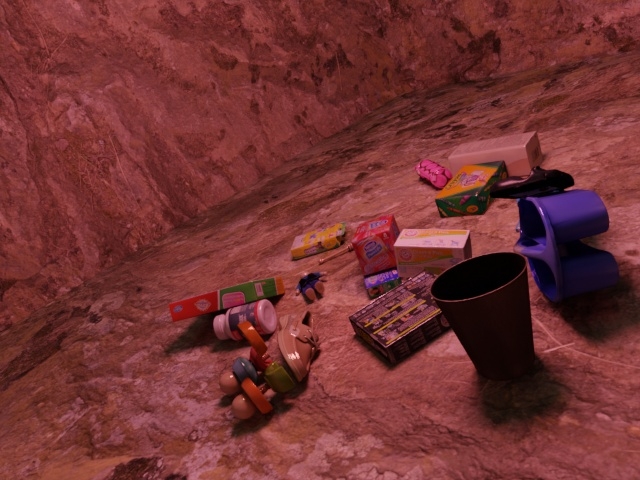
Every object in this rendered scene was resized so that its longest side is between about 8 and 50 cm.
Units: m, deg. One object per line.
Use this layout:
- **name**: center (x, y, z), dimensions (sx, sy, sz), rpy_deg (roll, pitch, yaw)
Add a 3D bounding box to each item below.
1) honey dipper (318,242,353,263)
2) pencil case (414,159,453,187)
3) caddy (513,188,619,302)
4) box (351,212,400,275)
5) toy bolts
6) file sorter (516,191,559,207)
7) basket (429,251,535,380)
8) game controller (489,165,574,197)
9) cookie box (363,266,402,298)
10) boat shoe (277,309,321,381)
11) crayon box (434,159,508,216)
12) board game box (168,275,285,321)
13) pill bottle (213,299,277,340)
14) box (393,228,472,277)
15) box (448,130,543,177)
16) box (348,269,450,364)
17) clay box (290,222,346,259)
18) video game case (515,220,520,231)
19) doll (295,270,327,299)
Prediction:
- **honey dipper**: center (0.065, 0.044, 1.984), dimensions (0.160, 0.030, 0.030), rpy_deg (-25, 21, 0)
- **pencil case**: center (0.467, -0.276, 2.238), dimensions (0.098, 0.095, 0.209), rpy_deg (9, 15, -13)
- **caddy**: center (0.544, 0.008, 1.257), dimensions (0.179, 0.241, 0.341), rpy_deg (-11, 4, 12)
- **box**: center (0.191, 0.007, 1.757), dimensions (0.128, 0.123, 0.257), rpy_deg (-18, 11, 14)
- **toy bolts**: center (-0.198, 0.332, 1.385), dimensions (0.158, 0.218, 0.228), rpy_deg (-36, 6, -14)
- **file sorter**: center (0.654, -0.113, 1.603), dimensions (0.118, 0.104, 0.170), rpy_deg (-13, 24, 24)
- **basket**: center (0.357, 0.167, 1.132), dimensions (0.204, 0.227, 0.154), rpy_deg (-23, 21, 0)
- **game controller**: center (0.549, -0.138, 1.392), dimensions (0.166, 0.067, 0.319), rpy_deg (-24, -10, 31)
- **cookie box**: center (0.192, 0.125, 1.650), dimensions (0.107, 0.040, 0.092), rpy_deg (-20, 21, 6)
- **boat shoe**: center (-0.053, 0.273, 1.474), dimensions (0.098, 0.109, 0.302), rpy_deg (-24, 16, 2)
- **crayon box**: center (0.552, -0.189, 1.957), dimensions (0.165, 0.081, 0.278), rpy_deg (-3, 30, 41)
- **board game box**: center (-0.310, 0.196, 1.828), dimensions (0.316, 0.064, 0.242), rpy_deg (-16, -5, 19)
- **pill bottle**: center (-0.238, 0.256, 1.693), dimensions (0.180, 0.108, 0.108), rpy_deg (-17, 23, 19)
- **box**: center (0.327, 0.039, 1.566), dimensions (0.203, 0.114, 0.103), rpy_deg (1, 30, 27)
- **box**: center (0.671, -0.317, 2.079), dimensions (0.311, 0.121, 0.148), rpy_deg (-2, 30, 43)
- **box**: center (0.237, 0.193, 1.423), dimensions (0.270, 0.060, 0.216), rpy_deg (-30, 23, -14)
- **clay box**: center (0.000, 0.000, 2.120), dimensions (0.222, 0.053, 0.127), rpy_deg (-16, 23, 15)
- **video game case**: center (0.687, -0.068, 1.630), dimensions (0.166, 0.015, 0.119), rpy_deg (-7, 27, 37)
- **doll**: center (-0.032, 0.143, 1.828), dimensions (0.129, 0.046, 0.189), rpy_deg (-36, 16, -5)
